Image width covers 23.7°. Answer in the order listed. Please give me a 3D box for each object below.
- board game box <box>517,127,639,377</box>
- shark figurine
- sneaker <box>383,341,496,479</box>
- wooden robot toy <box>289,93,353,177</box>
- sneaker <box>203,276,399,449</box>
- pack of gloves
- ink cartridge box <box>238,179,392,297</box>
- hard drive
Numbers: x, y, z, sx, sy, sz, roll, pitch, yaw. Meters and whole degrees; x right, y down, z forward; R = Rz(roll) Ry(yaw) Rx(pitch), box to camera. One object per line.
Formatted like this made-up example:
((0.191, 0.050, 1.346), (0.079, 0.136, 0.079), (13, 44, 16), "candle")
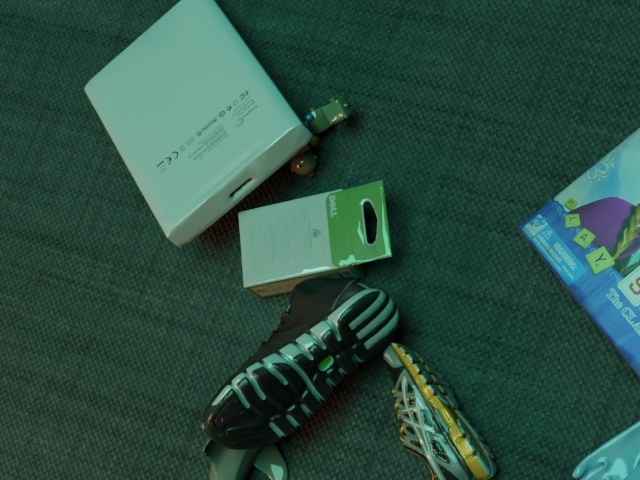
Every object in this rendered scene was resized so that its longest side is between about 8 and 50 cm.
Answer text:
((0.452, 0.005, 1.804), (0.318, 0.066, 0.319), (-40, 62, 7), "board game box")
((-0.113, 0.301, 1.929), (0.166, 0.116, 0.278), (2, 72, 26), "shark figurine")
((0.127, 0.217, 1.870), (0.083, 0.084, 0.215), (-40, 60, 17), "sneaker")
((-0.023, -0.127, 2.072), (0.173, 0.076, 0.079), (-29, 99, 15), "wooden robot toy")
((-0.039, 0.144, 1.938), (0.281, 0.106, 0.162), (-35, 27, -6), "sneaker")
((0.409, 0.284, 1.702), (0.232, 0.046, 0.195), (-37, 85, 8), "pack of gloves")
((0.000, 0.000, 2.006), (0.209, 0.062, 0.109), (-12, 68, 19), "ink cartridge box")
((-0.177, -0.178, 2.106), (0.233, 0.047, 0.353), (-40, 48, 7), "hard drive")
